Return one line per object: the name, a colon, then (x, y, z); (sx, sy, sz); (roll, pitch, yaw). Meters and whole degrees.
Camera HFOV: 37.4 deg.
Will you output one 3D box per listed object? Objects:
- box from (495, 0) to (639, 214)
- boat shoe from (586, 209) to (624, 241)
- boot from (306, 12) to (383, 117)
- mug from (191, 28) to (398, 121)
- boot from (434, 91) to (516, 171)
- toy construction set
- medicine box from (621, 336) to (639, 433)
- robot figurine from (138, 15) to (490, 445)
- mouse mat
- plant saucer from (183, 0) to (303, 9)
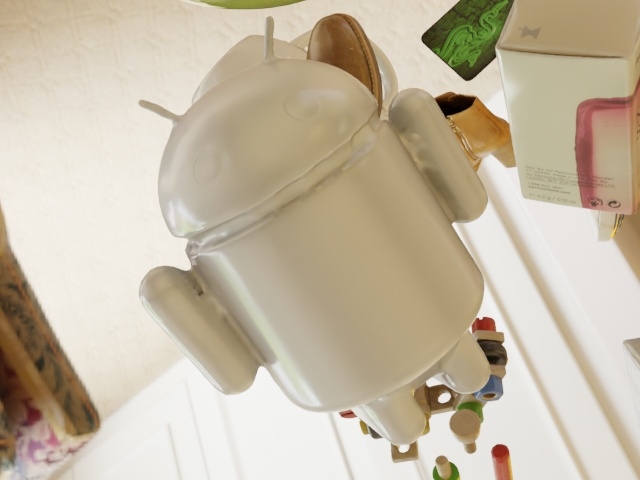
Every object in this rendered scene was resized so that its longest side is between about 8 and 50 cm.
box: (0.271, -0.157, 0.957); (0.126, 0.149, 0.232); (12, 150, 26)
boat shoe: (0.559, -0.122, 1.664); (0.158, 0.127, 0.340); (-8, 144, 5)
boot: (-0.002, -0.143, 1.139); (0.115, 0.305, 0.112); (12, 163, -38)
mug: (-0.019, -0.219, 1.655); (0.374, 0.328, 0.276); (-48, 180, -19)
boot: (0.283, -0.223, 2.028); (0.211, 0.104, 0.295); (39, 152, -27)
toy construction set: (0.170, 0.249, 1.345); (0.257, 0.309, 0.237); (-28, 140, -7)
medicine box: (0.563, 0.256, 1.234); (0.263, 0.149, 0.289); (-12, 101, 9)
robot figurine: (0.000, 0.000, 0.789); (0.300, 0.200, 0.353); (-36, 105, -15)
mouse mat: (0.311, -0.421, 1.876); (0.189, 0.152, 0.007); (-44, 155, 3)
plant saucer: (-0.006, -0.216, 0.564); (0.241, 0.241, 0.037); (-26, 136, 8)
